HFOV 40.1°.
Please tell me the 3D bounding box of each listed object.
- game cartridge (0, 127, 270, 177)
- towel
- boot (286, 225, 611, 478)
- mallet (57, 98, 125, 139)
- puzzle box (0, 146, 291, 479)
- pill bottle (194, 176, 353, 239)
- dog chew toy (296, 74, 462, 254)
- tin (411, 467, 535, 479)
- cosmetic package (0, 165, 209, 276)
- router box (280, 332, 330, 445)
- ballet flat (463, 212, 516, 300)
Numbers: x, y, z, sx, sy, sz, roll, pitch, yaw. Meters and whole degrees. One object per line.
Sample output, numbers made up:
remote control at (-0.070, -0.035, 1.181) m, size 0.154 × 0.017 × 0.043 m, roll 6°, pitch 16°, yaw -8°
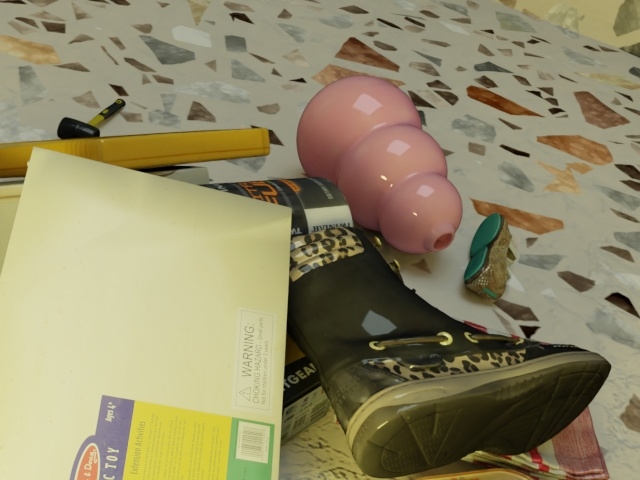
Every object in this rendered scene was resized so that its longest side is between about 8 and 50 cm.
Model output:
game cartridge at (-0.269, -0.118, 1.190) m, size 0.324 × 0.052 × 0.285 m, roll 5°, pitch 12°, yaw 43°
towel at (0.181, 0.173, 1.075) m, size 0.329 × 0.037 × 0.237 m, roll 16°, pitch 34°, yaw -7°
boot at (0.122, 0.108, 0.982) m, size 0.377 × 0.138 × 0.284 m, roll -5°, pitch 38°, yaw -37°
mallet at (-0.379, -0.205, 1.459) m, size 0.062 × 0.039 × 0.189 m, roll 17°, pitch 28°, yaw -4°
puzzle box at (-0.168, 0.119, 0.798) m, size 0.272 × 0.052 × 0.408 m, roll 14°, pitch 56°, yaw -18°
pill bottle at (-0.092, -0.004, 1.029) m, size 0.246 × 0.130 × 0.130 m, roll -7°, pitch 38°, yaw -37°
dog chew toy at (0.100, -0.108, 1.367) m, size 0.207 × 0.206 × 0.332 m, roll -8°, pitch 47°, yaw -32°
tin at (0.163, 0.293, 0.917) m, size 0.190 × 0.040 × 0.106 m, roll 0°, pitch 39°, yaw -22°
cosmetic package at (-0.304, -0.024, 1.078) m, size 0.309 × 0.113 × 0.160 m, roll -10°, pitch 9°, yaw -31°
router box at (-0.169, 0.156, 0.945) m, size 0.243 × 0.081 × 0.309 m, roll 34°, pitch 37°, yaw 27°
ballet flat at (0.266, 0.029, 1.350) m, size 0.067 × 0.073 × 0.206 m, roll 43°, pitch 36°, yaw -7°
